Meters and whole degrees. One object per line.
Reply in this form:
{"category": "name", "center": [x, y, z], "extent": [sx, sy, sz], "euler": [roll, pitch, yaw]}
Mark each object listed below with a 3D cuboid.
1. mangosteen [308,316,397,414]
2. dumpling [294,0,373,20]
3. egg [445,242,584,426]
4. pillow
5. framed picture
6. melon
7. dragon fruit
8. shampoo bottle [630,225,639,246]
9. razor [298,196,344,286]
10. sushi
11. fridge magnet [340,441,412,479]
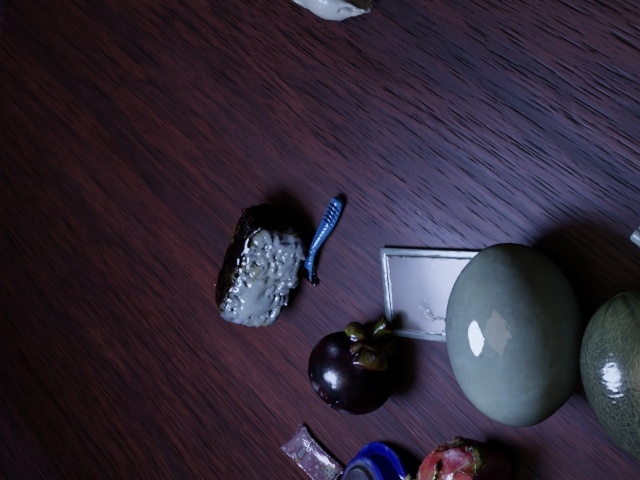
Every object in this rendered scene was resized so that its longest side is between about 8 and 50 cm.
{"category": "mangosteen", "center": [0.089, 0.282, 1.628], "extent": [0.211, 0.211, 0.250], "euler": [35, 102, 29]}
{"category": "dumpling", "center": [0.030, -0.564, 1.529], "extent": [0.111, 0.181, 0.155], "euler": [155, 132, -76]}
{"category": "egg", "center": [0.365, 0.179, 1.312], "extent": [0.258, 0.258, 0.352], "euler": [9, 110, 39]}
{"category": "pillow", "center": [-0.021, 0.595, 1.897], "extent": [0.185, 0.043, 0.118], "euler": [41, 118, 23]}
{"category": "framed picture", "center": [0.255, 0.123, 1.554], "extent": [0.273, 0.016, 0.216], "euler": [3, 102, 41]}
{"category": "melon", "center": [0.565, 0.228, 1.166], "extent": [0.237, 0.237, 0.302], "euler": [-22, 86, 42]}
{"category": "dragon fruit", "center": [0.297, 0.532, 1.501], "extent": [0.147, 0.211, 0.282], "euler": [33, 139, 45]}
{"category": "shampoo bottle", "center": [0.638, 0.067, 1.160], "extent": [0.262, 0.085, 0.085], "euler": [42, 125, 26]}
{"category": "razor", "center": [0.000, 0.000, 1.729], "extent": [0.082, 0.042, 0.253], "euler": [42, 124, 27]}
{"category": "sushi", "center": [-0.158, 0.077, 1.796], "extent": [0.182, 0.196, 0.343], "euler": [-108, 36, -60]}
{"category": "fridge magnet", "center": [0.135, 0.630, 1.693], "extent": [0.265, 0.112, 0.266], "euler": [-25, 61, 56]}
